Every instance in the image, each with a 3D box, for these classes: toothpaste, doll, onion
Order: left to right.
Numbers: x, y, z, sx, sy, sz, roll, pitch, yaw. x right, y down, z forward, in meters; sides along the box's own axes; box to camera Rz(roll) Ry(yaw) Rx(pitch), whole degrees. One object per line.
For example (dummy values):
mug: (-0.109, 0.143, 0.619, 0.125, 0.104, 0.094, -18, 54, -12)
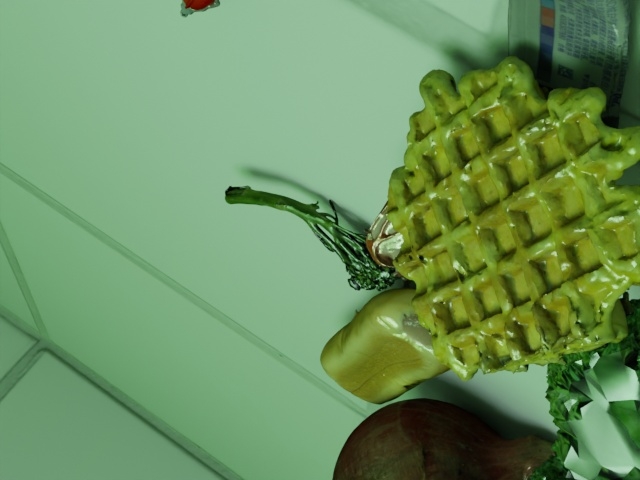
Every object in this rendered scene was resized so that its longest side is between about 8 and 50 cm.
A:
doll: (-0.125, -0.274, 1.067, 0.057, 0.039, 0.114, 20, 154, -26)
onion: (0.171, 0.405, 1.433, 0.353, 0.354, 0.354, 30, 153, 17)
toothpaste: (0.197, -0.181, 0.781, 0.099, 0.068, 0.282, 60, 176, 28)

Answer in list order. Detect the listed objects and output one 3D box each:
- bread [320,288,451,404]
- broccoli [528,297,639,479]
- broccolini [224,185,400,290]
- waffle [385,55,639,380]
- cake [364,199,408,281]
bread: (0.097, 0.146, 1.389, 0.142, 0.091, 0.305, 38, 154, -1)
broccoli: (0.369, 0.207, 0.886, 0.321, 0.310, 0.413, 21, 127, -28)
broccolini: (-0.007, -0.004, 1.318, 0.271, 0.062, 0.123, 23, 136, 18)
waffle: (0.167, -0.006, 0.876, 0.312, 0.060, 0.307, 26, 120, 52)
cake: (0.141, -0.044, 1.018, 0.098, 0.135, 0.287, 52, 145, 7)
